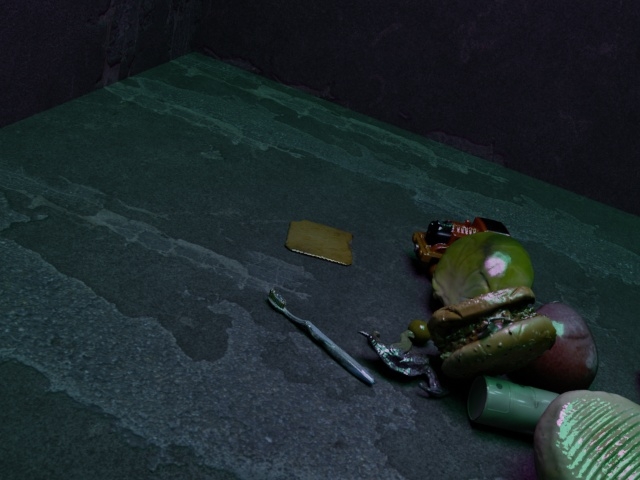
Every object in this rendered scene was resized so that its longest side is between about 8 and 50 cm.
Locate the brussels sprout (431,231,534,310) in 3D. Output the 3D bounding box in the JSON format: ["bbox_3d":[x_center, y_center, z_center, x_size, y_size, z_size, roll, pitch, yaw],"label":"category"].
[{"bbox_3d":[0.521,0.132,2.083,0.268,0.344,0.344,39,14,-37],"label":"brussels sprout"}]

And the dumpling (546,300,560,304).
[{"bbox_3d":[0.811,0.234,2.287,0.077,0.059,0.043,11,41,-6],"label":"dumpling"}]

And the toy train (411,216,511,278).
[{"bbox_3d":[0.509,0.029,2.294,0.369,0.231,0.163,11,27,-13],"label":"toy train"}]

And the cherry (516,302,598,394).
[{"bbox_3d":[0.683,0.319,1.922,0.261,0.221,0.307,-23,70,-22],"label":"cherry"}]

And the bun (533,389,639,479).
[{"bbox_3d":[0.658,0.532,1.538,0.366,0.219,0.365,5,55,-8],"label":"bun"}]

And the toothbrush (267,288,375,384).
[{"bbox_3d":[-0.005,0.266,1.815,0.413,0.042,0.035,37,35,27],"label":"toothbrush"}]

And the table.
[{"bbox_3d":[0.510,0.437,1.718,0.220,0.126,0.126,16,30,-6],"label":"table"}]

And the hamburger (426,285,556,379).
[{"bbox_3d":[0.443,0.261,1.777,0.277,0.318,0.195,-5,62,-27],"label":"hamburger"}]

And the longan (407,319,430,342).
[{"bbox_3d":[0.297,0.267,1.943,0.075,0.075,0.083,30,29,20],"label":"longan"}]

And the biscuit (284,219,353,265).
[{"bbox_3d":[0.000,0.000,2.284,0.237,0.013,0.232,16,30,-5],"label":"biscuit"}]

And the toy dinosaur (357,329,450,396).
[{"bbox_3d":[0.236,0.321,1.811,0.294,0.077,0.162,25,23,8],"label":"toy dinosaur"}]
